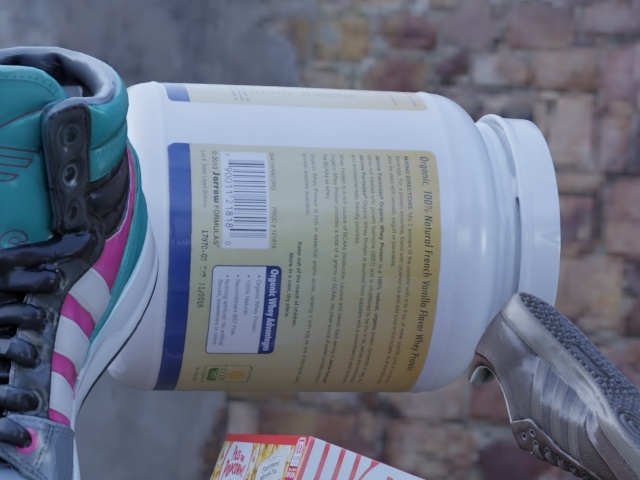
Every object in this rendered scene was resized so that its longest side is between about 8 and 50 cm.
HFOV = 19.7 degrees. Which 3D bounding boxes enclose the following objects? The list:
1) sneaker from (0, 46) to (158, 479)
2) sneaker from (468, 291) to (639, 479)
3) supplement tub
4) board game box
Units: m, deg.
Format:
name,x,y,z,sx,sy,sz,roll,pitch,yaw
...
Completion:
name,x,y,z,sx,sy,sz,roll,pitch,yaw
sneaker,-0.140,0.018,0.744,0.123,0.178,0.295,-1,39,11
sneaker,0.160,0.115,1.123,0.066,0.071,0.188,13,30,-42
supplement tub,0.000,0.000,1.375,0.316,0.228,0.228,2,-3,-11
board game box,0.021,0.176,1.242,0.146,0.045,0.193,23,-12,-16
